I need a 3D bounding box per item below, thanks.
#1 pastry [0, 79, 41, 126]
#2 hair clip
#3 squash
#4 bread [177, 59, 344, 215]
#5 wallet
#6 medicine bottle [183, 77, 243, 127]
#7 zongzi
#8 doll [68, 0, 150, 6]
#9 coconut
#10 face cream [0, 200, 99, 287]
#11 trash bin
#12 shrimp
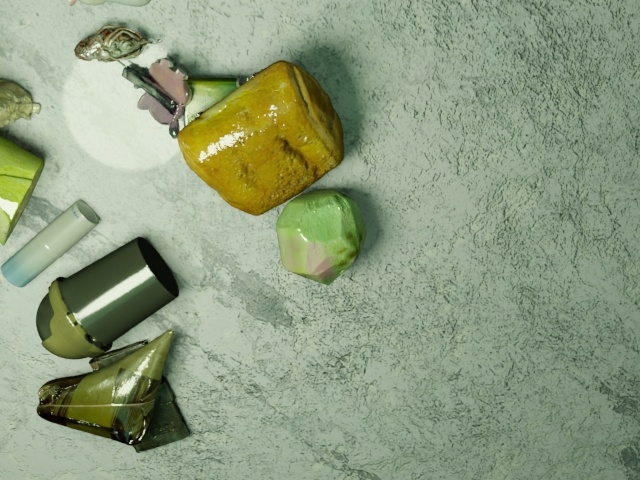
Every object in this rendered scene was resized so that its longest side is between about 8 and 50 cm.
[{"bbox_3d":[-0.702,-0.276,1.378,0.121,0.258,0.089,12,112,-1],"label":"pastry"},{"bbox_3d":[-0.359,-0.332,1.462,0.187,0.056,0.146,34,118,15],"label":"hair clip"},{"bbox_3d":[-0.784,-0.163,1.421,0.309,0.233,0.210,26,63,-21],"label":"squash"},{"bbox_3d":[-0.106,-0.199,1.467,0.337,0.148,0.328,-30,142,7],"label":"bread"},{"bbox_3d":[-0.485,0.427,1.777,0.169,0.044,0.317,-18,110,3],"label":"wallet"},{"bbox_3d":[-0.218,-0.306,1.510,0.188,0.088,0.132,-1,109,-6],"label":"medicine bottle"},{"bbox_3d":[-0.541,0.333,1.659,0.289,0.154,0.318,17,91,-4],"label":"zongzi"},{"bbox_3d":[-0.442,-0.549,1.384,0.180,0.107,0.110,2,132,-1],"label":"doll"},{"bbox_3d":[0.000,0.000,1.595,0.204,0.236,0.236,-1,116,31],"label":"coconut"},{"bbox_3d":[-0.650,0.010,1.582,0.250,0.077,0.077,-38,110,7],"label":"face cream"},{"bbox_3d":[-0.528,0.149,1.580,0.333,0.214,0.214,-34,111,2],"label":"trash bin"},{"bbox_3d":[-0.444,-0.428,1.444,0.190,0.073,0.075,-6,143,-10],"label":"shrimp"}]
